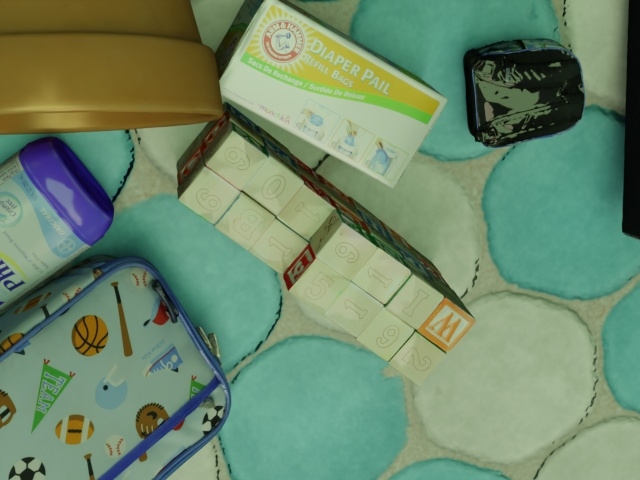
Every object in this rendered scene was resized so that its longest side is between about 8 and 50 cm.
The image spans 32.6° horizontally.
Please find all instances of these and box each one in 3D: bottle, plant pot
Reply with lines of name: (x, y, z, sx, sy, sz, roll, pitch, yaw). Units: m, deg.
bottle: (-0.345, 0.017, 1.083, 0.283, 0.092, 0.118, -34, 110, 4)
plant pot: (-0.233, -0.200, 0.944, 0.291, 0.291, 0.203, -3, 92, -8)

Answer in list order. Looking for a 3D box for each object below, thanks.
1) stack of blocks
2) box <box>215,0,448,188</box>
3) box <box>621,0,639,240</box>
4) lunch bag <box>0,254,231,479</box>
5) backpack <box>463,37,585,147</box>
stack of blocks: (0.000, 0.000, 1.091, 0.297, 0.171, 0.087, 37, 100, -18)
box: (0.003, -0.152, 1.069, 0.203, 0.114, 0.103, 28, 102, -16)
box: (0.482, -0.165, 1.073, 0.313, 0.179, 0.343, -4, 101, -12)
lunch bag: (-0.235, 0.168, 1.086, 0.303, 0.115, 0.243, -38, 112, -29)
backpack: (0.205, -0.156, 1.115, 0.114, 0.084, 0.105, -9, 111, -1)
